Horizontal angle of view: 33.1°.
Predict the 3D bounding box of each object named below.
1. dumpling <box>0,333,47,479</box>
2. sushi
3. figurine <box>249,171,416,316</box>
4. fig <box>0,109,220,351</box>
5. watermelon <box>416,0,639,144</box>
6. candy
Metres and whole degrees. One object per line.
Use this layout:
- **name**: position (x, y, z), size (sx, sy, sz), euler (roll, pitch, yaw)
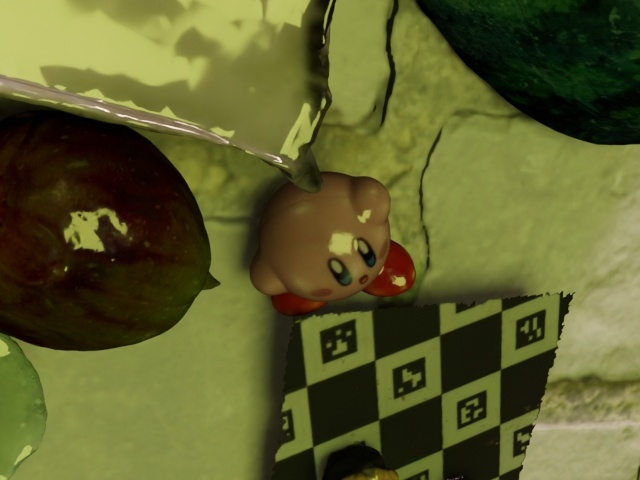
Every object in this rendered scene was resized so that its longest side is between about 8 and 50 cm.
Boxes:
- **dumpling**: position (-0.220, 0.115, 0.461), size (0.219, 0.152, 0.108), euler (-43, 165, -21)
- **sushi**: position (0.056, 0.169, 0.638), size (0.192, 0.043, 0.280), euler (-3, 117, -29)
- **figurine**: position (0.000, 0.000, 0.552), size (0.083, 0.067, 0.071), euler (-27, 145, 2)
- **fig**: position (-0.098, 0.002, 0.486), size (0.154, 0.109, 0.103), euler (30, 79, -61)
- **watermelon**: position (0.176, -0.183, 0.497), size (0.292, 0.222, 0.319), euler (0, 108, -34)
- **candy**: position (-0.078, -0.130, 0.418), size (0.195, 0.137, 0.185), euler (8, 104, -30)
